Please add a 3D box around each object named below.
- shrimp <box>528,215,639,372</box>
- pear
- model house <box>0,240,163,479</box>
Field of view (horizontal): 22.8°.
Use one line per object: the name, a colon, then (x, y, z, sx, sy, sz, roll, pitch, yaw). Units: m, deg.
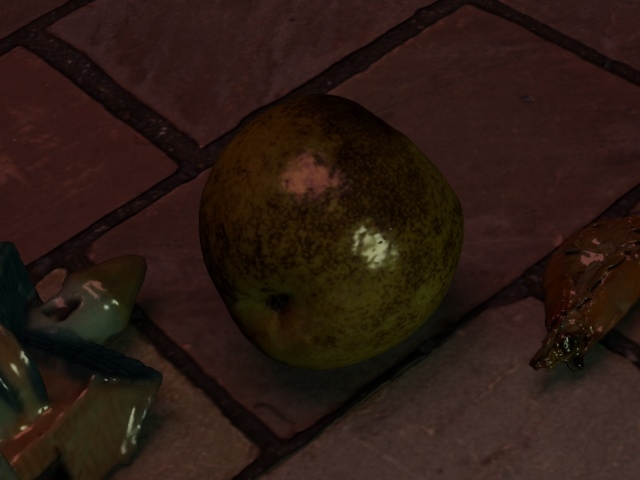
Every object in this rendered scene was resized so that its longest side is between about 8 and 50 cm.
shrimp: (0.201, 0.041, 1.181, 0.091, 0.043, 0.184, 3, 37, 30)
pear: (0.000, 0.000, 1.172, 0.197, 0.197, 0.197, -9, 41, 8)
model house: (-0.248, 0.080, 1.166, 0.267, 0.194, 0.325, 19, 48, 34)
